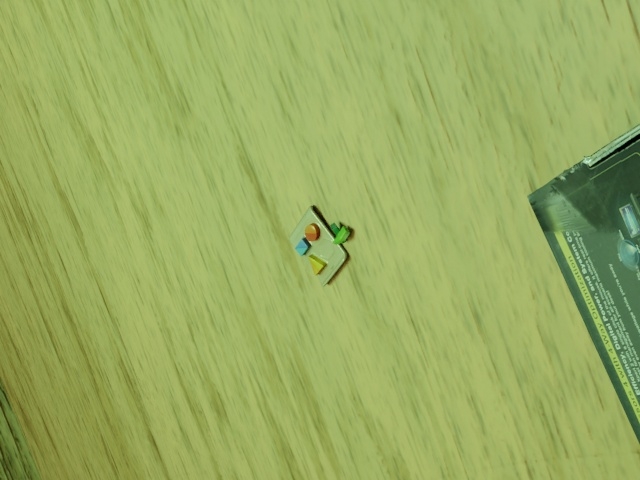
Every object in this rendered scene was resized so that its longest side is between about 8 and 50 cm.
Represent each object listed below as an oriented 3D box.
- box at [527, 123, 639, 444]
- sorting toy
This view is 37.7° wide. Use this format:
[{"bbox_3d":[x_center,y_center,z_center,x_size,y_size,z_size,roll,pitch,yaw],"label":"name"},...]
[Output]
[{"bbox_3d":[0.264,0.101,0.383,0.394,0.097,0.318,67,160,9],"label":"box"},{"bbox_3d":[0.000,0.000,0.851,0.062,0.012,0.083,56,145,15],"label":"sorting toy"}]
